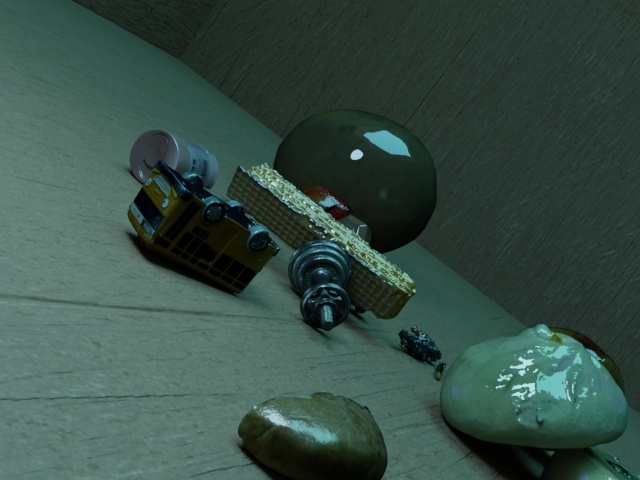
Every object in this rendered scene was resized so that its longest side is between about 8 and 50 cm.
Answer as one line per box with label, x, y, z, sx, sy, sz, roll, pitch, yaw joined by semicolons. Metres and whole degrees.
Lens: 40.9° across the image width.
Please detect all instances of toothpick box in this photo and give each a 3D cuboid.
toothpick box;-0.257;-0.135;1.520;0.098;0.098;0.149;39;9;19

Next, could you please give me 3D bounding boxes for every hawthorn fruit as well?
hawthorn fruit;0.008;-0.038;1.847;0.172;0.148;0.148;27;9;-5

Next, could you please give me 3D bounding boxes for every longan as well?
longan;0.085;-0.137;2.060;0.404;0.336;0.404;17;-16;5

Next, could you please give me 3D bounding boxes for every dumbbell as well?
dumbbell;0.005;0.082;1.385;0.110;0.110;0.254;33;15;-15
dumbbell;0.083;0.030;1.799;0.082;0.092;0.231;2;-25;20

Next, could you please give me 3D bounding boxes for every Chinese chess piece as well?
Chinese chess piece;0.460;0.415;1.322;0.250;0.101;0.250;35;8;-5

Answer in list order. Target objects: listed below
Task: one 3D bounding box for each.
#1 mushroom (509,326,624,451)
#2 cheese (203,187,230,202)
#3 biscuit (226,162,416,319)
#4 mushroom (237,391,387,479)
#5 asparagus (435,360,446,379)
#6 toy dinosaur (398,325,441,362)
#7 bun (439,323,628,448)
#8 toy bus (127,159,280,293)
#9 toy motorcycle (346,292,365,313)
mushroom;0.414;0.268;1.542;0.253;0.253;0.153;39;45;20
cheese;-0.166;-0.042;1.542;0.171;0.048;0.092;31;10;-29
biscuit;0.000;0.000;1.521;0.378;0.094;0.054;38;45;6
mushroom;0.015;0.203;0.848;0.209;0.072;0.094;27;21;-46
asparagus;0.227;0.244;1.622;0.018;0.015;0.127;46;10;6
toy dinosaur;0.186;0.196;1.615;0.154;0.049;0.055;33;11;-48
bun;0.328;0.218;1.339;0.283;0.179;0.283;4;-2;0
toy bus;-0.165;-0.015;1.182;0.201;0.114;0.098;34;8;-45
toy motorcycle;0.048;0.073;1.652;0.122;0.080;0.215;31;7;-24
